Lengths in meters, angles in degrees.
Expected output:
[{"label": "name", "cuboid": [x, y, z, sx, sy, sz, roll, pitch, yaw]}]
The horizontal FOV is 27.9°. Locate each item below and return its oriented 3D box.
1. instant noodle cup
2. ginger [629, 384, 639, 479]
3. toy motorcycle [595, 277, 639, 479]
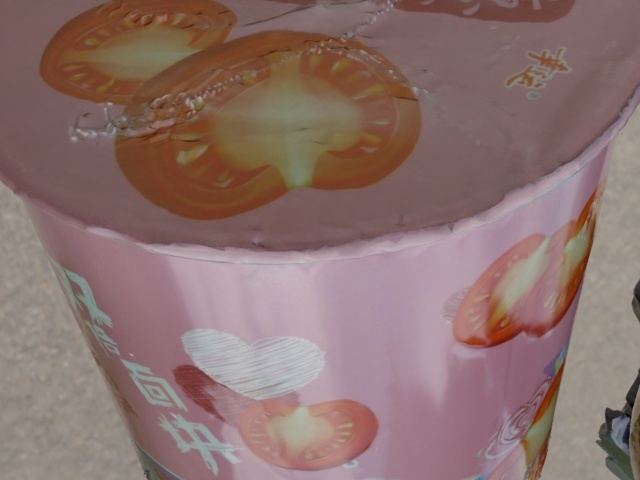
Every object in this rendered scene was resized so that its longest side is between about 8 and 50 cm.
[{"label": "instant noodle cup", "cuboid": [0.000, 0.000, 0.516, 0.243, 0.243, 0.231, -20, 136, -15]}, {"label": "ginger", "cuboid": [0.234, 0.173, 0.661, 0.086, 0.295, 0.131, -12, 138, -9]}, {"label": "toy motorcycle", "cuboid": [0.331, 0.138, 0.950, 0.172, 0.232, 0.416, -53, 157, -18]}]
